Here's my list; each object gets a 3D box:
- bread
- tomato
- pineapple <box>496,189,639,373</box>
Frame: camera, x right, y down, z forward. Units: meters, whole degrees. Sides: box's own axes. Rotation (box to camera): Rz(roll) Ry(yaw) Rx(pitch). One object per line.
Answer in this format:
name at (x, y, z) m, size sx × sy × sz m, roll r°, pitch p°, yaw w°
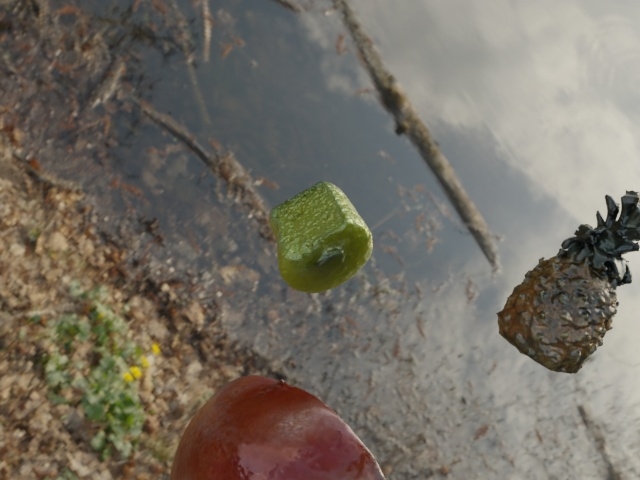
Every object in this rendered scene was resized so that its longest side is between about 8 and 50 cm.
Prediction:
bread at (0.000, 0.000, 1.294) m, size 0.111 × 0.129 × 0.114 m, roll 61°, pitch 5°, yaw -50°
tomato at (-0.065, 0.320, 1.058) m, size 0.144 × 0.338 × 0.338 m, roll -20°, pitch 78°, yaw -41°
pineapple at (0.260, 0.035, 0.966) m, size 0.108 × 0.197 × 0.108 m, roll 35°, pitch 2°, yaw -2°
